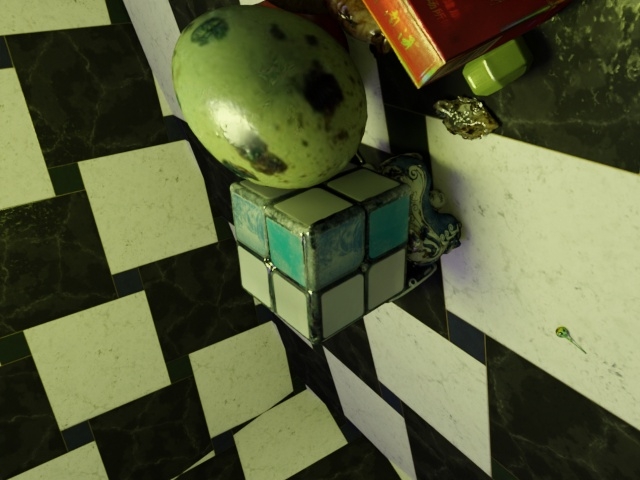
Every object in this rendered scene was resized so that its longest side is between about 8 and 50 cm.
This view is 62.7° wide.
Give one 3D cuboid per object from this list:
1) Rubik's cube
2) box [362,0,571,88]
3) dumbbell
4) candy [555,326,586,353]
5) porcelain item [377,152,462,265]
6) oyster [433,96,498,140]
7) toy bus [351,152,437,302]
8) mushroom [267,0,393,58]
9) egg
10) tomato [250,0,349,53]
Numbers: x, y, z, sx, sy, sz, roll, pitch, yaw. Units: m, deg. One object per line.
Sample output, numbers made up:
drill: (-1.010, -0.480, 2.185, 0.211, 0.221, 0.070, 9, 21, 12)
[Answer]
Rubik's cube: (0.000, 0.000, 1.261, 0.313, 0.316, 0.318, 30, 133, 41)
box: (0.222, -0.381, 0.773, 0.197, 0.313, 0.089, 58, 158, 1)
dumbbell: (0.262, -0.410, 0.928, 0.302, 0.108, 0.121, 61, 158, -7)
candy: (0.584, 0.233, 1.221, 0.083, 0.025, 0.023, 41, -178, 17)
porcelain item: (0.251, -0.084, 1.321, 0.138, 0.186, 0.288, -20, 89, 66)
oyster: (0.308, -0.254, 1.117, 0.148, 0.051, 0.103, 6, 133, 50)
toy bus: (0.122, -0.021, 1.596, 0.440, 0.209, 0.249, 55, 158, 6)
mushroom: (-0.004, -0.542, 1.043, 0.331, 0.334, 0.356, -158, 67, -72)
egg: (-0.106, -0.298, 1.090, 0.428, 0.345, 0.345, 36, 160, -8)
tomato: (-0.036, -0.499, 1.366, 0.335, 0.176, 0.289, 48, 177, 21)
